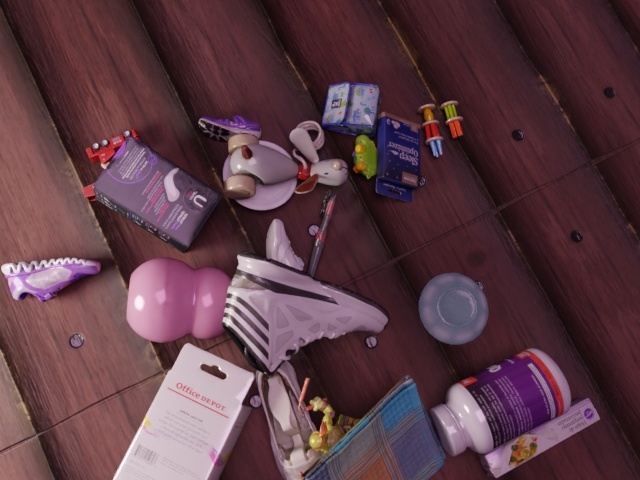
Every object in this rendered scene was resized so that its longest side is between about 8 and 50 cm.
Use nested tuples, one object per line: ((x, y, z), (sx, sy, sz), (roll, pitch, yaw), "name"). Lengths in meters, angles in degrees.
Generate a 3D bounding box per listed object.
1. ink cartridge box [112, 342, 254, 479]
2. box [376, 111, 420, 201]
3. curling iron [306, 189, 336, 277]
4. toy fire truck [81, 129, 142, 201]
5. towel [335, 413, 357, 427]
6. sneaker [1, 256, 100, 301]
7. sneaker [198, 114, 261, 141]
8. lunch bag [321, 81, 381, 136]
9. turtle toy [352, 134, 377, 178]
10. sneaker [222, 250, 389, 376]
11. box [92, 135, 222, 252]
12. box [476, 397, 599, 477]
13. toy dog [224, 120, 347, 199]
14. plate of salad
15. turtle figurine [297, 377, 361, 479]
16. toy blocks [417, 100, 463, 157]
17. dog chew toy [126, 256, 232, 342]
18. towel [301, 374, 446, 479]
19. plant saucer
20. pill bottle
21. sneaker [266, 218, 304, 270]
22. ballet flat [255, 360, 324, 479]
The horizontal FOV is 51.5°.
((-0.302, 0.445, 1.562), (0.207, 0.119, 0.353), (23, 75, 13), "ink cartridge box")
((0.215, -0.227, 1.816), (0.136, 0.036, 0.225), (12, 75, -34), "box")
((0.000, 0.000, 1.759), (0.035, 0.068, 0.274), (13, 81, -5), "curling iron")
((-0.547, -0.198, 1.744), (0.192, 0.047, 0.135), (-25, 81, -13), "toy fire truck")
((0.143, 0.520, 1.665), (0.237, 0.021, 0.102), (18, 76, -2), "towel")
((-0.662, 0.097, 1.643), (0.236, 0.095, 0.105), (-7, 84, -3), "sneaker")
((-0.246, -0.310, 1.808), (0.169, 0.068, 0.071), (10, 60, -13), "sneaker")
((0.085, -0.365, 1.839), (0.151, 0.096, 0.129), (8, 78, 12), "lunch bag")
((0.125, -0.230, 1.819), (0.095, 0.066, 0.130), (6, 75, -32), "turtle toy")
((-0.046, 0.213, 1.609), (0.447, 0.169, 0.258), (23, 84, -30), "sneaker")
((-0.409, -0.111, 1.669), (0.270, 0.143, 0.165), (34, 75, -9), "box")
((0.556, 0.502, 1.695), (0.324, 0.067, 0.063), (-24, 81, -12), "box")
((-0.093, -0.205, 1.693), (0.333, 0.161, 0.220), (-19, 79, -16), "toy dog")
((-0.162, -0.173, 1.781), (0.199, 0.048, 0.200), (3, 74, -9), "plate of salad")
((0.039, 0.458, 1.555), (0.087, 0.217, 0.270), (-22, 64, 32), "turtle figurine")
((0.348, -0.312, 1.872), (0.123, 0.054, 0.148), (-9, 78, -8), "toy blocks")
((-0.297, 0.150, 1.618), (0.331, 0.206, 0.207), (5, 76, -13), "dog chew toy")
((0.139, 0.530, 1.545), (0.370, 0.040, 0.271), (-35, 112, -32), "towel")
((0.360, 0.178, 1.765), (0.195, 0.037, 0.195), (1, 76, -6), "plant saucer")
((0.440, 0.406, 1.644), (0.323, 0.181, 0.182), (-22, 80, -12), "pill bottle")
((-0.087, 0.048, 1.733), (0.094, 0.080, 0.212), (-3, 84, -19), "sneaker")
((-0.065, 0.474, 1.593), (0.139, 0.139, 0.400), (-20, 80, -11), "ballet flat")
